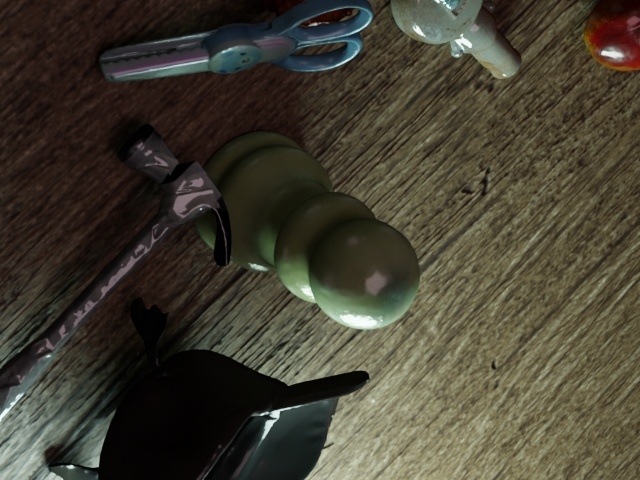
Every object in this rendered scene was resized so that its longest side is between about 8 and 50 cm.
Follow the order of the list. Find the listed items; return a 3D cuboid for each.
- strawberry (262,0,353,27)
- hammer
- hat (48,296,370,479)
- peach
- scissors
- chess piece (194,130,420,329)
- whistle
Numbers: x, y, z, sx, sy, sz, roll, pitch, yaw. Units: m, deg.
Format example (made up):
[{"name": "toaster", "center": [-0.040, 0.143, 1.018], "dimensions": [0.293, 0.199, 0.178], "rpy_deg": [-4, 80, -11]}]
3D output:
[{"name": "strawberry", "center": [0.010, -0.302, 1.362], "dimensions": [0.175, 0.107, 0.236], "rpy_deg": [-33, 130, -18]}, {"name": "hammer", "center": [-0.259, 0.085, 1.394], "dimensions": [0.427, 0.044, 0.152], "rpy_deg": [-44, 105, -1]}, {"name": "hat", "center": [-0.124, 0.180, 1.511], "dimensions": [0.336, 0.209, 0.238], "rpy_deg": [-27, 151, -46]}, {"name": "peach", "center": [0.353, -0.239, 1.674], "dimensions": [0.101, 0.101, 0.100], "rpy_deg": [-18, 123, -30]}, {"name": "scissors", "center": [-0.079, -0.180, 1.362], "dimensions": [0.256, 0.030, 0.125], "rpy_deg": [-11, 162, -14]}, {"name": "chess piece", "center": [0.000, 0.000, 1.418], "dimensions": [0.144, 0.251, 0.144], "rpy_deg": [-18, 123, -30]}, {"name": "whistle", "center": [0.147, -0.237, 1.539], "dimensions": [0.107, 0.057, 0.220], "rpy_deg": [-54, 135, -2]}]
